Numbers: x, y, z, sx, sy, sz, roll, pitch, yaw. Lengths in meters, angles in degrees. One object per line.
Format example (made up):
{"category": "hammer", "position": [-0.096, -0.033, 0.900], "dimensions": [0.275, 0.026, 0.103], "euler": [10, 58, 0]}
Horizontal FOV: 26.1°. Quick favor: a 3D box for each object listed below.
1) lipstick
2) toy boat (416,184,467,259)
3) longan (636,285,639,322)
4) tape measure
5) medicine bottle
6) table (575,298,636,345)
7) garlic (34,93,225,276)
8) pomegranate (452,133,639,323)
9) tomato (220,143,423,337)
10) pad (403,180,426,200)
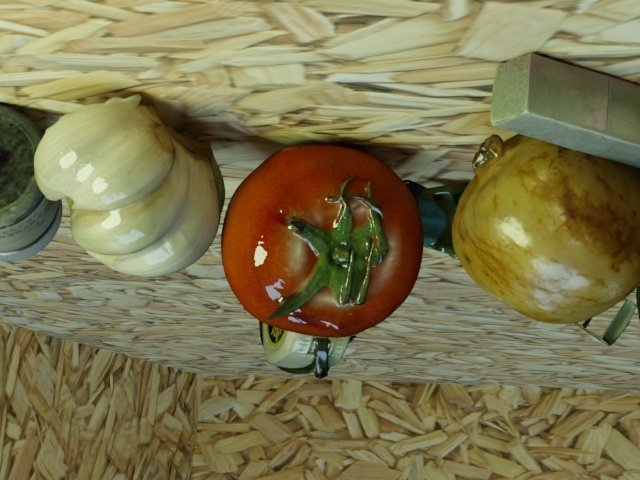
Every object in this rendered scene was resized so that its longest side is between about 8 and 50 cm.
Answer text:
{"category": "lipstick", "position": [0.325, -0.119, 1.434], "dimensions": [0.317, 0.068, 0.066], "euler": [12, 167, -27]}
{"category": "toy boat", "position": [0.263, -0.013, 1.850], "dimensions": [0.276, 0.111, 0.084], "euler": [5, 173, 9]}
{"category": "longan", "position": [0.563, 0.083, 1.903], "dimensions": [0.248, 0.248, 0.248], "euler": [6, 168, 1]}
{"category": "tape measure", "position": [-0.022, 0.123, 2.342], "dimensions": [0.133, 0.231, 0.271], "euler": [8, 167, -20]}
{"category": "medicine bottle", "position": [-0.424, -0.069, 1.814], "dimensions": [0.165, 0.165, 0.273], "euler": [7, 169, -4]}
{"category": "table", "position": [0.332, 0.025, 1.748], "dimensions": [0.175, 0.146, 0.062], "euler": [34, -179, 24]}
{"category": "garlic", "position": [-0.229, -0.045, 1.695], "dimensions": [0.203, 0.185, 0.281], "euler": [-28, 165, 15]}
{"category": "pomegranate", "position": [0.259, -0.025, 1.543], "dimensions": [0.248, 0.248, 0.248], "euler": [6, 168, 1]}
{"category": "tomato", "position": [0.000, 0.000, 1.744], "dimensions": [0.256, 0.256, 0.224], "euler": [11, -176, -21]}
{"category": "pad", "position": [0.137, -0.040, 2.041], "dimensions": [0.202, 0.005, 0.300], "euler": [-5, 164, 40]}
